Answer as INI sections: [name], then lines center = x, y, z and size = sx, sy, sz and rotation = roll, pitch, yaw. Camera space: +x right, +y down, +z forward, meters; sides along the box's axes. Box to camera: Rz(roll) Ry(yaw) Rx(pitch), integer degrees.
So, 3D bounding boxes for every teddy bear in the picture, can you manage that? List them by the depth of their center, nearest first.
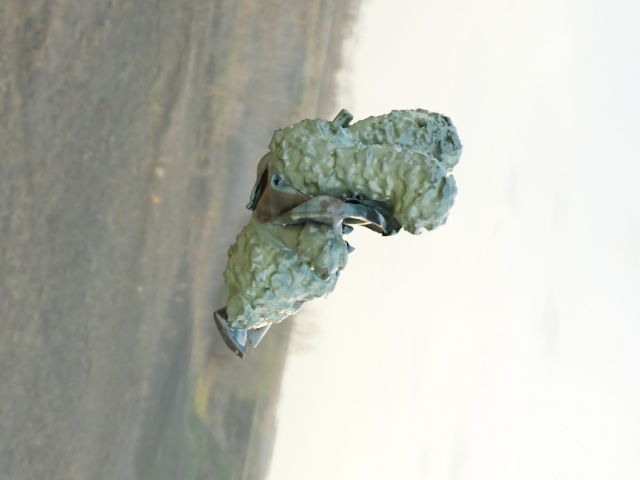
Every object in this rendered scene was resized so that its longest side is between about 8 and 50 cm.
[teddy bear]
center = -0.009, -0.018, 0.820
size = 0.213, 0.111, 0.133
rotation = -39, -166, 20
